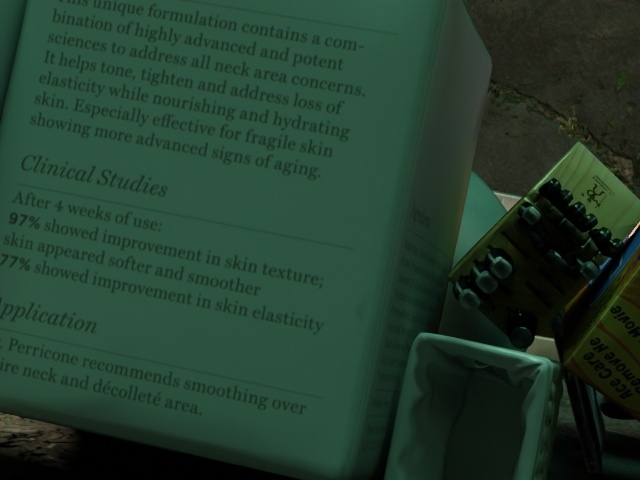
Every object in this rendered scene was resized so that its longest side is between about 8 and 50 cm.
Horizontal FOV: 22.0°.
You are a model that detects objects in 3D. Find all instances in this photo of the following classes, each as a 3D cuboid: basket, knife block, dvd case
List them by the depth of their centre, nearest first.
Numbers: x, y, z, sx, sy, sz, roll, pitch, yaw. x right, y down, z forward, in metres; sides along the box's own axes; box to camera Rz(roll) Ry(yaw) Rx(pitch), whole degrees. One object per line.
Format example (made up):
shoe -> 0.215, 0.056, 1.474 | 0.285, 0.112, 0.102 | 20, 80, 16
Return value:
basket -> 0.124, 0.161, 1.298 | 0.113, 0.167, 0.103 | 12, 4, 21
knife block -> 0.159, 0.037, 1.390 | 0.088, 0.276, 0.242 | 45, 52, 4
dvd case -> 0.263, 0.134, 1.682 | 0.018, 0.165, 0.221 | -14, 3, 11

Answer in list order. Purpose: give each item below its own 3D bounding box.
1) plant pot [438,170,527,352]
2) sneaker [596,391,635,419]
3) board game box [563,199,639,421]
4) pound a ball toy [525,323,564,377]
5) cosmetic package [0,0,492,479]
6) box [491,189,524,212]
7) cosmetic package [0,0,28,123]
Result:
plant pot -> 0.108, 0.067, 1.689 | 0.196, 0.293, 0.293 | 35, 6, -6
sneaker -> 0.382, 0.132, 1.779 | 0.099, 0.121, 0.262 | -31, -32, 32
board game box -> 0.455, 0.040, 1.413 | 0.356, 0.357, 0.356 | 36, 10, 3
pound a ball toy -> 0.248, 0.081, 2.136 | 0.319, 0.136, 0.208 | 10, 8, 6
cosmetic package -> -0.064, -0.023, 1.369 | 0.329, 0.394, 0.327 | 12, -4, 13
box -> 0.225, 0.013, 2.430 | 0.231, 0.183, 0.056 | 13, 9, 21
cosmetic package -> -0.280, -0.065, 1.358 | 0.097, 0.377, 0.284 | 10, 37, 11
